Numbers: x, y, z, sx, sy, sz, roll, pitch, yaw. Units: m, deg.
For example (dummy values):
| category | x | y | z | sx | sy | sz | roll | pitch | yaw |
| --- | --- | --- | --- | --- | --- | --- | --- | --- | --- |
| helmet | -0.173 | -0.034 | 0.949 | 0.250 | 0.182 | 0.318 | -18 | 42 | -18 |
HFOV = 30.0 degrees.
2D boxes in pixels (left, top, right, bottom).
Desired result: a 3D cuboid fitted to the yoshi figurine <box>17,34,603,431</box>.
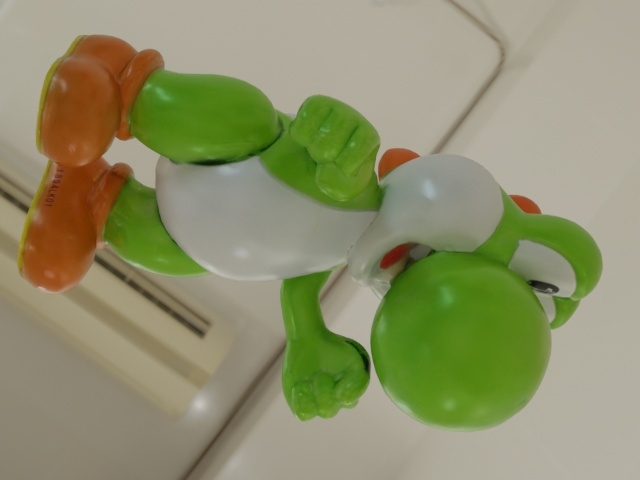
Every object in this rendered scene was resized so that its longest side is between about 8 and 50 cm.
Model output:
| category | x | y | z | sx | sy | sz | roll | pitch | yaw |
| --- | --- | --- | --- | --- | --- | --- | --- | --- | --- |
| yoshi figurine | 0.000 | 0.012 | 0.730 | 0.362 | 0.203 | 0.203 | 15 | 176 | -6 |
